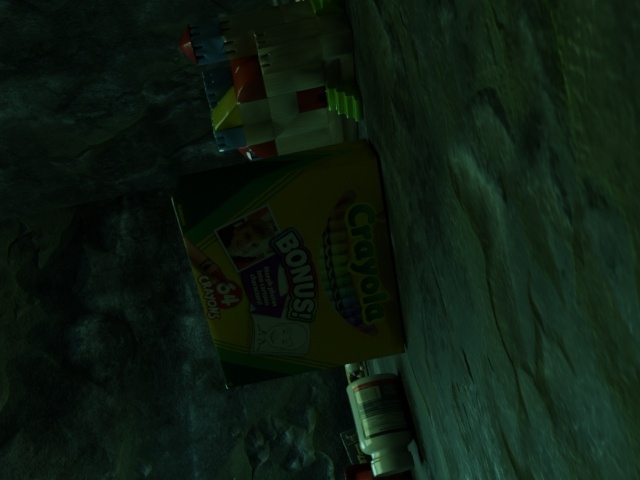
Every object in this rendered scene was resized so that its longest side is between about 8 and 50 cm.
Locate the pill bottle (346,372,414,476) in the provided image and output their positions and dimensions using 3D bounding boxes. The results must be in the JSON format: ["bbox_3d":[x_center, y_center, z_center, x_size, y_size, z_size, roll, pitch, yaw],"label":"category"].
[{"bbox_3d":[0.122,0.361,1.359,0.108,0.107,0.180,84,174,-65],"label":"pill bottle"}]

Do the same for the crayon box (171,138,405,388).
[{"bbox_3d":[-0.042,0.045,1.147,0.106,0.313,0.363,-100,-1,-64],"label":"crayon box"}]

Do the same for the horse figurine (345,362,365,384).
[{"bbox_3d":[0.111,0.391,2.139,0.174,0.066,0.263,-111,9,-69],"label":"horse figurine"}]

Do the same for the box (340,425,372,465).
[{"bbox_3d":[0.132,0.568,1.766,0.183,0.059,0.233,67,-173,21],"label":"box"}]

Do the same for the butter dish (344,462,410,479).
[{"bbox_3d":[0.153,0.568,1.558,0.118,0.159,0.160,-42,51,44],"label":"butter dish"}]

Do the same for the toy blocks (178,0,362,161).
[{"bbox_3d":[-0.077,-0.239,1.166,0.381,0.260,0.191,81,176,-54],"label":"toy blocks"}]

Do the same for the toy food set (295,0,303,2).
[{"bbox_3d":[-0.034,-0.525,1.464,0.192,0.038,0.132,72,-169,-59],"label":"toy food set"}]
